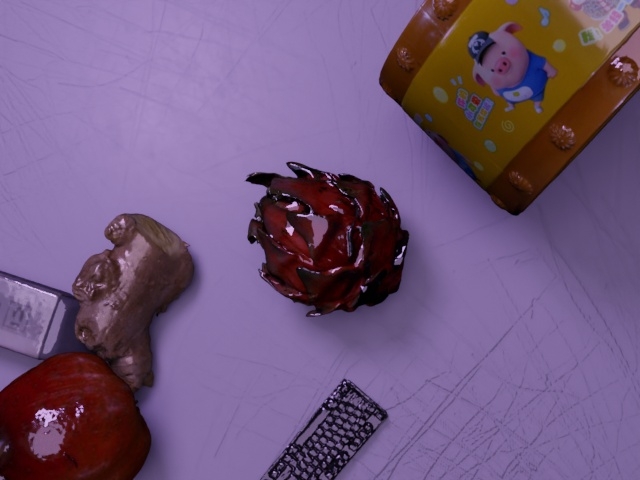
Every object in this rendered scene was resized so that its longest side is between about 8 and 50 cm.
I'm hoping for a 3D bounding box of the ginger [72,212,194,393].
[{"bbox_3d":[-0.236,0.076,1.381,0.137,0.074,0.213,19,94,-24],"label":"ginger"}]

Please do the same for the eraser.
[{"bbox_3d":[-0.434,0.070,1.410,0.351,0.061,0.089,17,85,5],"label":"eraser"}]

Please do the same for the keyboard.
[{"bbox_3d":[-0.017,0.276,1.386,0.072,0.023,0.231,40,87,8],"label":"keyboard"}]

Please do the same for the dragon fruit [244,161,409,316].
[{"bbox_3d":[0.009,0.002,1.340,0.188,0.182,0.182,-3,84,-3],"label":"dragon fruit"}]

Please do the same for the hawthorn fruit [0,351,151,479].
[{"bbox_3d":[-0.301,0.232,1.313,0.202,0.185,0.185,-35,82,-36],"label":"hawthorn fruit"}]

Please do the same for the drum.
[{"bbox_3d":[0.276,-0.244,1.226,0.214,0.431,0.431,44,88,7],"label":"drum"}]
